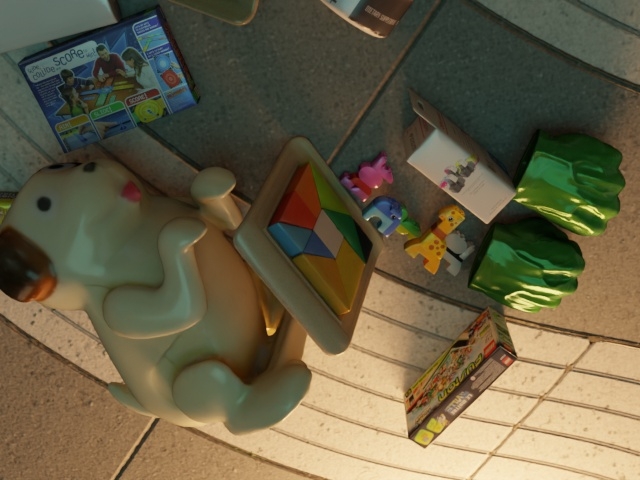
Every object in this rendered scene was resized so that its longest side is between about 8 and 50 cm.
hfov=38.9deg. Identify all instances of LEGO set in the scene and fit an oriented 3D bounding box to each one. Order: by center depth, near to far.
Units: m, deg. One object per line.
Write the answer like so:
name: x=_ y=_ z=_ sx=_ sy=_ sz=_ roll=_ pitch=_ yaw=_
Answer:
LEGO set: x=0.142 y=-0.035 z=1.262 sx=0.227 sy=0.087 sz=0.093 roll=38 pitch=111 yaw=-17

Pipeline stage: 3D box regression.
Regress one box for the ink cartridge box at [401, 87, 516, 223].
ink cartridge box: x=0.169 y=-0.115 z=1.211 sx=0.181 sy=0.104 sz=0.061 roll=37 pitch=111 yaw=-15

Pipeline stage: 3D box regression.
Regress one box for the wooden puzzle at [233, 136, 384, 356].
wooden puzzle: x=0.000 y=0.000 z=1.202 sx=0.044 sy=0.239 sz=0.221 roll=-23 pitch=115 yaw=34

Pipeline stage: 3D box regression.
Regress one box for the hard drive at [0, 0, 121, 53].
hard drive: x=-0.456 y=-0.346 z=1.139 sx=0.352 sy=0.047 sz=0.233 roll=-12 pitch=115 yaw=7

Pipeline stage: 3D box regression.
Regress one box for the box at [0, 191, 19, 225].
box: x=-0.480 y=-0.017 z=1.303 sx=0.179 sy=0.043 sz=0.105 roll=2 pitch=116 yaw=-3

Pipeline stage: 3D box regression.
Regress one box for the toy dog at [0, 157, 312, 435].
toy dog: x=-0.233 y=0.051 z=1.230 sx=0.408 sy=0.285 sz=0.395 roll=42 pitch=135 yaw=-20

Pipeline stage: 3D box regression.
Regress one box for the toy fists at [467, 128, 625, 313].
toy fists: x=0.318 y=-0.021 z=1.264 sx=0.142 sy=0.096 sz=0.279 roll=22 pitch=116 yaw=1

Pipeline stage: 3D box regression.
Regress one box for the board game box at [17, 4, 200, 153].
board game box: x=-0.279 y=-0.213 z=1.208 sx=0.201 sy=0.035 sz=0.136 roll=-18 pitch=115 yaw=9

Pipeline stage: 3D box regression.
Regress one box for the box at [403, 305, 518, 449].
box: x=0.206 y=0.206 z=1.363 sx=0.036 sy=0.114 sz=0.207 roll=34 pitch=111 yaw=-15

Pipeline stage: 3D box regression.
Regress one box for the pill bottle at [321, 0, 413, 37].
pill bottle: x=0.097 y=-0.375 z=1.071 sx=0.130 sy=0.130 sz=0.246 roll=31 pitch=113 yaw=-14

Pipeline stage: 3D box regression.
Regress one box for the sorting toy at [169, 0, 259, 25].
sorting toy: x=-0.105 y=-0.381 z=1.075 sx=0.307 sy=0.041 sz=0.229 roll=23 pitch=113 yaw=14
